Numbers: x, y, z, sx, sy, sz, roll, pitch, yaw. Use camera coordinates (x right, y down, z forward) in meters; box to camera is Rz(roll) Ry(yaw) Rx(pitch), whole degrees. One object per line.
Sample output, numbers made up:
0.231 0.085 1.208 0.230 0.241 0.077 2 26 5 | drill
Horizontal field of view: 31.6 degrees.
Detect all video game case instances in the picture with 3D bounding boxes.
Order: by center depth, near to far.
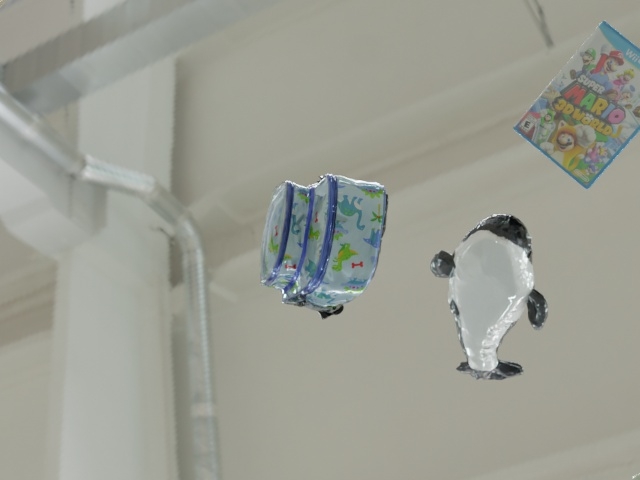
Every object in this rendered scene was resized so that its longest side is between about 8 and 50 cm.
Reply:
0.331 -0.162 1.361 0.119 0.015 0.166 41 -77 8 | video game case

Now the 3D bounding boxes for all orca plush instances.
0.229 0.058 1.388 0.151 0.287 0.102 14 -131 34 | orca plush

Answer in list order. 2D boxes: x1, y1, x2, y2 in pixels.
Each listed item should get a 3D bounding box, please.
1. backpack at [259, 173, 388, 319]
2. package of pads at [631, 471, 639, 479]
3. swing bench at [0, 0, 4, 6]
0.000 0.000 0.873 0.114 0.084 0.105 153 -53 -68 | backpack
0.378 0.175 0.731 0.296 0.101 0.229 -22 -161 -15 | package of pads
-0.438 -0.108 1.110 0.254 0.165 0.253 -86 -162 -48 | swing bench
